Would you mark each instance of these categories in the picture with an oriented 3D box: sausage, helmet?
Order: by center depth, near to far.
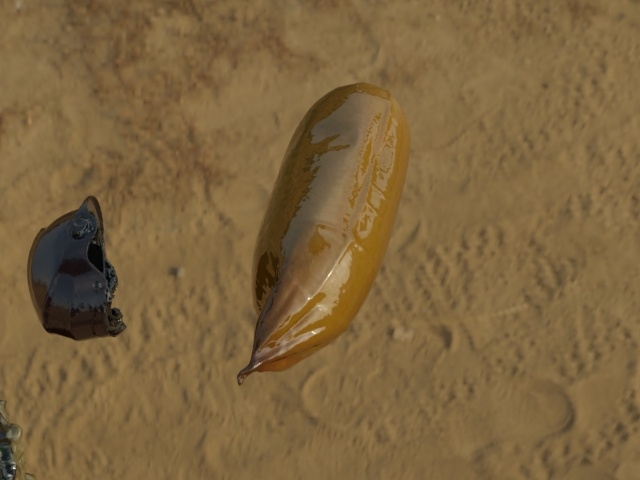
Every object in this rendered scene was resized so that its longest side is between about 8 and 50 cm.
[{"bbox_3d":[0.001,-0.004,1.081,0.112,0.112,0.328,16,40,2],"label":"sausage"},{"bbox_3d":[-0.206,0.028,1.150,0.070,0.098,0.123,-14,60,-5],"label":"helmet"}]

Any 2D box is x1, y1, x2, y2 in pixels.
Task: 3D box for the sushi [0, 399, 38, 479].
[{"bbox_3d":[-0.368,0.303,1.450,0.170,0.350,0.211,-21,56,-21],"label":"sushi"}]
